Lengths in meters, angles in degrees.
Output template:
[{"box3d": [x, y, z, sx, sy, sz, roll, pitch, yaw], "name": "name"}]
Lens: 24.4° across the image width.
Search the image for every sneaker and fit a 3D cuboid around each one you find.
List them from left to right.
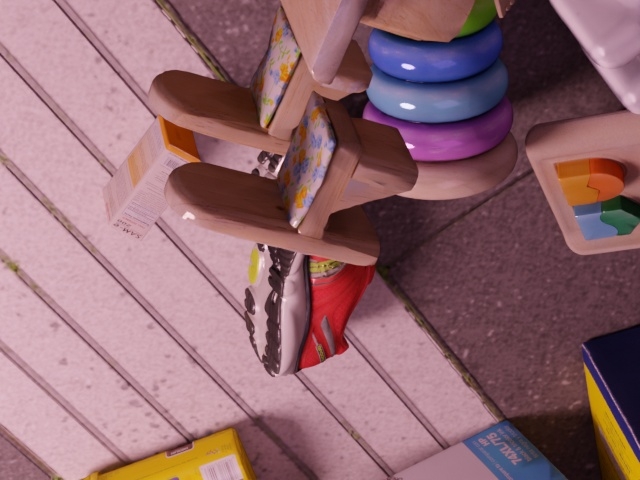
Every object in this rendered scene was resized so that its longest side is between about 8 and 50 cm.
[{"box3d": [0.000, 0.000, 1.385, 0.118, 0.107, 0.279, -11, 130, -28], "name": "sneaker"}]

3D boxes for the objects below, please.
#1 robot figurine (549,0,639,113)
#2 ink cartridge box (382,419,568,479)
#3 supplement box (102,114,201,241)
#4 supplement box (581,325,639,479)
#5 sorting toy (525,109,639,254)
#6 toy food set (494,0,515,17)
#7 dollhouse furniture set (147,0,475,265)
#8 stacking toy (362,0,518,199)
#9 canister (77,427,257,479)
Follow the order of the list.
[{"box3d": [0.365, -0.258, 1.218, 0.353, 0.200, 0.300, -35, 142, 11], "name": "robot figurine"}, {"box3d": [0.141, 0.362, 1.542, 0.270, 0.197, 0.198, -23, 126, -17], "name": "ink cartridge box"}, {"box3d": [-0.151, -0.056, 1.316, 0.036, 0.062, 0.098, 28, 114, -29], "name": "supplement box"}, {"box3d": [0.420, 0.269, 1.583, 0.194, 0.195, 0.357, -17, 125, -1], "name": "supplement box"}, {"box3d": [0.303, -0.049, 1.370, 0.193, 0.038, 0.208, -8, 147, 18], "name": "sorting toy"}, {"box3d": [0.163, -0.281, 1.206, 0.038, 0.192, 0.132, 7, 132, 36], "name": "toy food set"}, {"box3d": [-0.047, -0.254, 1.007, 0.256, 0.394, 0.362, 14, 119, -21], "name": "dollhouse furniture set"}, {"box3d": [0.092, -0.207, 1.244, 0.141, 0.141, 0.330, -9, 118, -7], "name": "stacking toy"}, {"box3d": [-0.148, 0.272, 1.528, 0.170, 0.073, 0.126, -20, 125, -1], "name": "canister"}]
